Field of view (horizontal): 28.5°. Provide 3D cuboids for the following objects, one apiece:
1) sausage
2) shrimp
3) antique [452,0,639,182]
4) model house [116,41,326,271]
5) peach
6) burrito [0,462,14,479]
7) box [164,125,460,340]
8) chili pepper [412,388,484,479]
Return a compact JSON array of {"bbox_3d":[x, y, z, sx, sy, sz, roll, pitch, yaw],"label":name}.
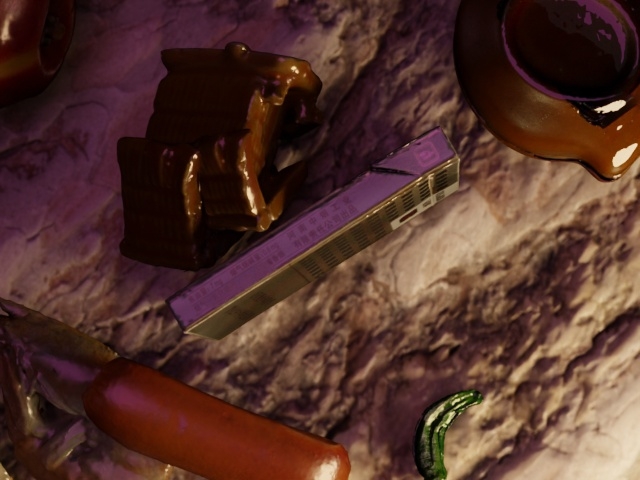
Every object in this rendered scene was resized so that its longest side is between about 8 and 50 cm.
[{"bbox_3d":[-0.108,0.209,1.328,0.300,0.083,0.089,23,76,-7],"label":"sausage"},{"bbox_3d":[-0.300,0.176,1.386,0.317,0.077,0.168,30,86,5],"label":"shrimp"},{"bbox_3d":[0.264,-0.198,1.352,0.223,0.129,0.278,-34,81,-2],"label":"antique"},{"bbox_3d":[-0.104,-0.073,1.313,0.199,0.219,0.229,12,83,29],"label":"model house"},{"bbox_3d":[-0.440,-0.237,1.373,0.362,0.258,0.201,1,87,-1],"label":"peach"},{"bbox_3d":[-0.419,0.337,1.333,0.299,0.143,0.105,-48,49,-4],"label":"burrito"},{"bbox_3d":[0.001,0.000,1.325,0.325,0.180,0.047,-33,80,1],"label":"box"},{"bbox_3d":[0.128,0.208,1.354,0.055,0.035,0.118,27,75,-3],"label":"chili pepper"}]
